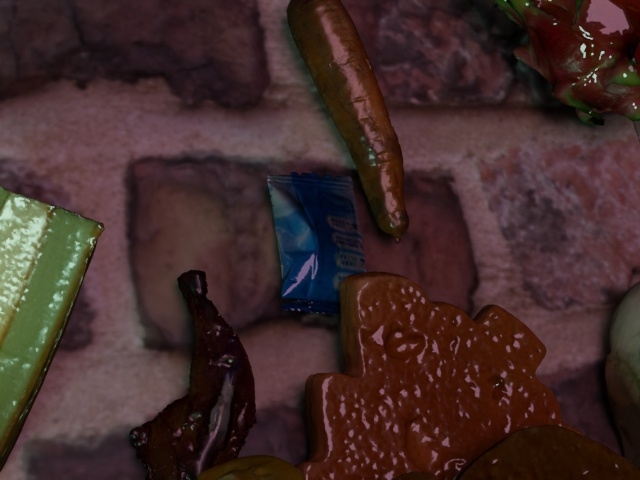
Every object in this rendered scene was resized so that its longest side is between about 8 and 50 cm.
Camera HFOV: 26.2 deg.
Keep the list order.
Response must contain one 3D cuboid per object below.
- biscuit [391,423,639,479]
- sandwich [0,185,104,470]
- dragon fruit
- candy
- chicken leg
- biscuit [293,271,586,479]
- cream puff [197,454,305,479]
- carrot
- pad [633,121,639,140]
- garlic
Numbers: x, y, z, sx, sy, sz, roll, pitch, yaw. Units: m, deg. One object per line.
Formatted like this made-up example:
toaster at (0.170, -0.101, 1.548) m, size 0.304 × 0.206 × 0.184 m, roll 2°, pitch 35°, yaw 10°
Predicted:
biscuit at (0.159, 0.295, 1.017) m, size 0.314 × 0.063 × 0.367 m, roll 35°, pitch 47°, yaw 5°
sandwich at (-0.240, 0.065, 0.963) m, size 0.117 × 0.187 × 0.144 m, roll 21°, pitch 58°, yaw -13°
dragon fruit at (0.245, -0.204, 1.287) m, size 0.236 × 0.137 × 0.135 m, roll 40°, pitch 52°, yaw -13°
candy at (-0.001, 0.000, 1.165) m, size 0.088 × 0.038 × 0.136 m, roll 5°, pitch 63°, yaw -27°
chicken leg at (-0.093, 0.124, 1.077) m, size 0.093 × 0.053 × 0.205 m, roll 15°, pitch 60°, yaw 0°
biscuit at (0.079, 0.179, 1.122) m, size 0.284 × 0.043 × 0.306 m, roll 44°, pitch 65°, yaw -8°
cream puff at (-0.066, 0.264, 0.965) m, size 0.195 × 0.195 × 0.221 m, roll -1°, pitch 82°, yaw -23°
carrot at (0.032, -0.114, 1.216) m, size 0.059 × 0.059 × 0.247 m, roll -17°, pitch 81°, yaw -27°
pad at (0.432, -0.126, 1.409) m, size 0.265 × 0.009 × 0.159 m, roll -8°, pitch 74°, yaw -24°
garlic at (0.356, 0.122, 1.209) m, size 0.178 × 0.143 × 0.229 m, roll -7°, pitch 65°, yaw -23°
